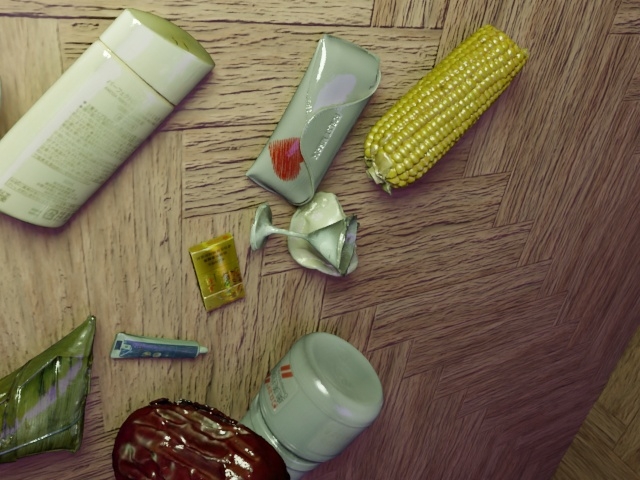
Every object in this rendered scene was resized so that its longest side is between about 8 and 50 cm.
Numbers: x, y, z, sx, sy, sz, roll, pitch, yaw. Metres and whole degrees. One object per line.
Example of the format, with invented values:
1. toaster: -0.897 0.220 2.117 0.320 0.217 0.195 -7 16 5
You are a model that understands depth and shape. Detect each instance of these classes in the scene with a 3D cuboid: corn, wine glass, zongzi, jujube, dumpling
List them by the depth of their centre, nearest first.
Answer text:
1. zongzi: -0.515 0.251 0.927 0.250 0.125 0.275 -2 120 -41
2. wine glass: -0.030 -0.008 1.019 0.122 0.182 0.122 12 90 -74
3. corn: 0.231 -0.255 1.051 0.387 0.144 0.144 -47 135 1
4. dumpling: 0.001 0.002 1.112 0.134 0.100 0.169 -23 131 -3
5. jujube: -0.237 0.478 1.126 0.258 0.376 0.259 -48 150 -39

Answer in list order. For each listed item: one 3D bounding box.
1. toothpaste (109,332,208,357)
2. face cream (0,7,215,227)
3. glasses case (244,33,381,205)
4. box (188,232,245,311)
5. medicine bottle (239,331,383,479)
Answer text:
1. toothpaste: -0.314 0.213 1.097 0.197 0.035 0.057 12 108 -36
2. face cream: -0.308 -0.169 0.769 0.348 0.081 0.173 -46 159 3
3. glasses case: -0.010 -0.201 0.962 0.128 0.083 0.308 17 111 -42
4. box: -0.198 0.064 1.073 0.089 0.022 0.156 -20 131 -20
5. medicine bottle: -0.031 0.390 1.270 0.245 0.245 0.306 19 118 -41
